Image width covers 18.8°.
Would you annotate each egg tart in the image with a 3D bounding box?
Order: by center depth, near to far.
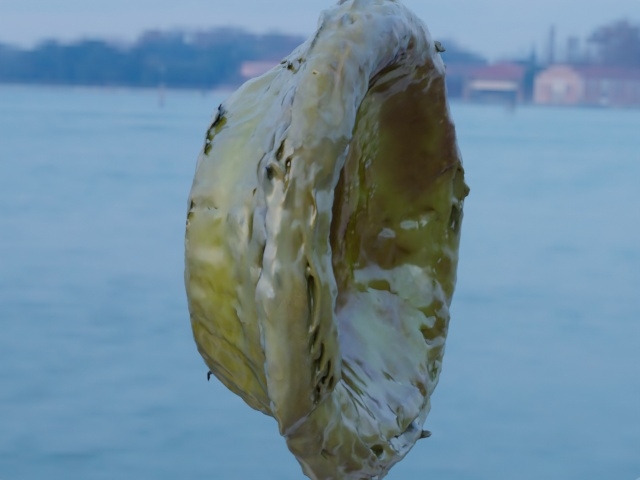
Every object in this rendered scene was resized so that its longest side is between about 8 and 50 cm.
[{"bbox_3d":[0.000,0.000,1.480,0.169,0.388,0.388,3,5,17],"label":"egg tart"}]

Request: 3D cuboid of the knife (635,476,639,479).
[{"bbox_3d":[0.338,0.253,1.738,0.162,0.044,0.023,27,2,-29],"label":"knife"}]
